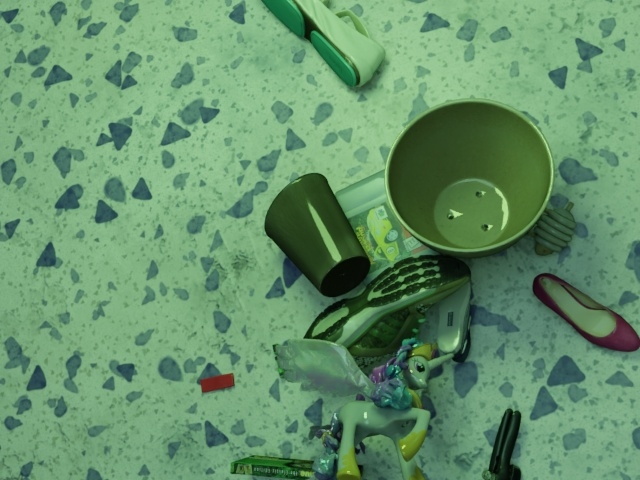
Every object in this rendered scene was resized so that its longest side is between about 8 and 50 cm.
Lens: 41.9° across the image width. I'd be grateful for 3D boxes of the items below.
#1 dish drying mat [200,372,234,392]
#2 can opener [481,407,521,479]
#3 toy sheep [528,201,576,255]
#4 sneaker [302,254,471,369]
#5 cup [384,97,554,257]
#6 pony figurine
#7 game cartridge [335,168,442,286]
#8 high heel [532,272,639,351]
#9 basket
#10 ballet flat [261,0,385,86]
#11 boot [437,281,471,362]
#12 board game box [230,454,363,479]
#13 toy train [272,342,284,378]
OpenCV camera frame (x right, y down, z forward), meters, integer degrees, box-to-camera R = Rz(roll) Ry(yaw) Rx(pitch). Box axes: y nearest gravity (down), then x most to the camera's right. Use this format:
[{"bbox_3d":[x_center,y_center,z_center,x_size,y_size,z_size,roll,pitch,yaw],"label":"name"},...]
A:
[{"bbox_3d":[-0.240,0.332,1.952,0.083,0.008,0.032,-14,75,14],"label":"dish drying mat"},{"bbox_3d":[0.380,0.441,1.736,0.059,0.073,0.186,-6,70,55],"label":"can opener"},{"bbox_3d":[0.496,-0.025,1.773,0.091,0.091,0.132,31,107,19],"label":"toy sheep"},{"bbox_3d":[0.160,0.176,1.791,0.410,0.158,0.182,-31,113,23],"label":"sneaker"},{"bbox_3d":[0.312,-0.094,1.747,0.331,0.237,0.331,-4,69,11],"label":"cup"},{"bbox_3d":[0.085,0.351,1.652,0.351,0.303,0.363,-11,35,21],"label":"pony figurine"},{"bbox_3d":[0.150,-0.010,1.887,0.196,0.060,0.294,-26,73,14],"label":"game cartridge"},{"bbox_3d":[0.544,0.146,1.707,0.244,0.117,0.082,40,91,19],"label":"high heel"},{"bbox_3d":[0.000,0.000,1.834,0.227,0.154,0.204,54,130,34],"label":"basket"},{"bbox_3d":[0.002,-0.531,2.007,0.139,0.139,0.400,-44,75,4],"label":"ballet flat"},{"bbox_3d":[0.293,0.164,1.800,0.069,0.086,0.190,2,66,29],"label":"boot"},{"bbox_3d":[-0.049,0.492,1.798,0.260,0.136,0.030,1,85,17],"label":"board game box"},{"bbox_3d":[-0.094,0.275,1.913,0.017,0.024,0.083,-17,74,12],"label":"toy train"}]
